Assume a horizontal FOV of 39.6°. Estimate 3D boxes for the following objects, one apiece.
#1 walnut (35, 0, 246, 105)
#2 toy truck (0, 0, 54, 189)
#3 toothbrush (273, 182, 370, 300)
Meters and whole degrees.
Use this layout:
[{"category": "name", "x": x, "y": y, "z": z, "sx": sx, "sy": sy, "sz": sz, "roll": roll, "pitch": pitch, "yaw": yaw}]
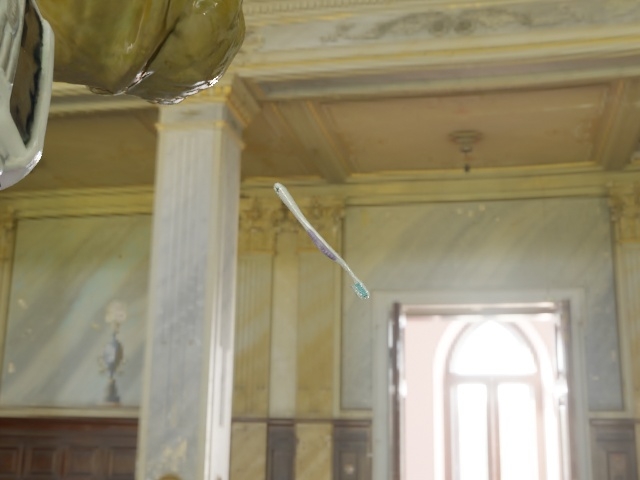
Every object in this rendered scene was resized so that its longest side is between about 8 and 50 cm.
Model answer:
[{"category": "walnut", "x": -0.228, "y": -0.299, "z": 1.006, "sx": 0.253, "sy": 0.276, "sz": 0.282, "roll": -5, "pitch": -9, "yaw": 29}, {"category": "toy truck", "x": -0.372, "y": -0.101, "z": 0.592, "sx": 0.388, "sy": 0.173, "sz": 0.207, "roll": -8, "pitch": -31, "yaw": 7}, {"category": "toothbrush", "x": 0.000, "y": 0.000, "z": 0.783, "sx": 0.013, "sy": 0.131, "sz": 0.011, "roll": -26, "pitch": -17, "yaw": -47}]
